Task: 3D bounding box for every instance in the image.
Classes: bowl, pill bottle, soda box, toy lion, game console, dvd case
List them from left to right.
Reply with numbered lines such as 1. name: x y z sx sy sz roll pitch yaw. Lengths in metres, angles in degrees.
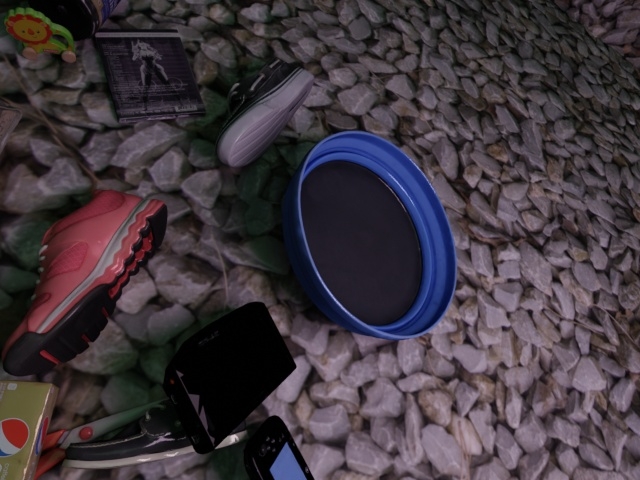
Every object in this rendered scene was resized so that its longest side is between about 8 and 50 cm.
1. soda box: -0.370 0.263 0.500 0.058 0.061 0.181 10 63 -18
2. toy lion: -0.497 -0.367 0.752 0.100 0.096 0.034 -5 68 -25
3. pill bottle: -0.451 -0.499 0.816 0.123 0.123 0.219 19 57 -13
4. dvd case: -0.341 -0.335 0.848 0.165 0.018 0.221 -14 73 -26
5. game console: -0.071 0.277 0.605 0.361 0.044 0.213 63 28 0
6. bowl: 0.100 -0.010 0.784 0.391 0.077 0.391 16 63 -33

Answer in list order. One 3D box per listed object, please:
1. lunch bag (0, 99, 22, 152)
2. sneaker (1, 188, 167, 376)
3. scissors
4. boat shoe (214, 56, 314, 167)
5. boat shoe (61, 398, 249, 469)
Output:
1. lunch bag: -0.591 -0.113 0.544 0.235 0.169 0.287 27 88 -12
2. sneaker: -0.358 0.045 0.621 0.136 0.116 0.313 23 52 1
3. scissors: -0.335 0.256 0.563 0.297 0.021 0.109 -31 79 -29
4. boat shoe: -0.132 -0.266 0.857 0.119 0.121 0.335 29 47 2
5. boat shoe: -0.215 0.257 0.576 0.233 0.084 0.079 1 69 -31
